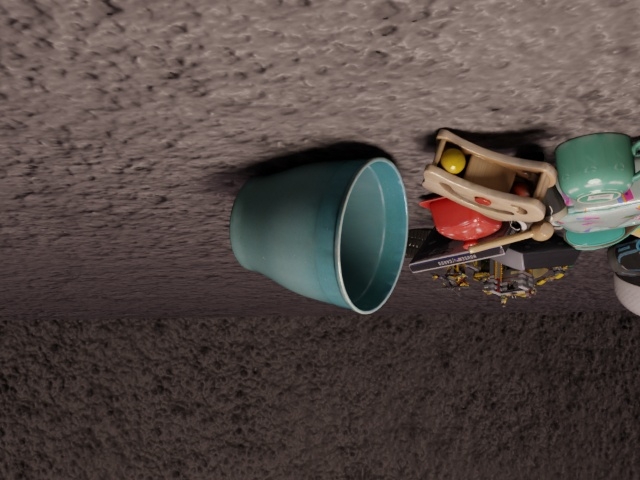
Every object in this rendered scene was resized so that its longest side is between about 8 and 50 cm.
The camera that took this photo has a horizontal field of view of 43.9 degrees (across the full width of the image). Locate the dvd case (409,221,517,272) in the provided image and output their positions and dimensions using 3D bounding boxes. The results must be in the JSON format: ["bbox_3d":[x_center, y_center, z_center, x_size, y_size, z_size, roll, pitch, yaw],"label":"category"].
[{"bbox_3d":[0.330,-0.007,1.774,0.239,0.029,0.179,-14,-155,41],"label":"dvd case"}]

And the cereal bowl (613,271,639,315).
[{"bbox_3d":[1.027,0.157,2.306,0.339,0.141,0.339,-5,-163,2],"label":"cereal bowl"}]

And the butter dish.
[{"bbox_3d":[0.312,-0.039,1.673,0.160,0.118,0.160,-13,164,40],"label":"butter dish"}]

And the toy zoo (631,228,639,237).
[{"bbox_3d":[0.778,-0.028,1.787,0.293,0.030,0.192,4,-165,-14],"label":"toy zoo"}]

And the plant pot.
[{"bbox_3d":[-0.011,-0.021,1.431,0.255,0.271,0.271,7,173,30],"label":"plant pot"}]

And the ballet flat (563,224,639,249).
[{"bbox_3d":[0.638,-0.045,1.684,0.247,0.083,0.087,-27,167,15],"label":"ballet flat"}]

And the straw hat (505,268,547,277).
[{"bbox_3d":[0.564,0.048,2.208,0.144,0.144,0.061,-7,124,18],"label":"straw hat"}]

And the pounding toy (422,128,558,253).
[{"bbox_3d":[0.288,-0.062,1.316,0.269,0.155,0.154,23,170,-10],"label":"pounding toy"}]

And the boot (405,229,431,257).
[{"bbox_3d":[0.235,0.015,2.027,0.198,0.077,0.137,7,175,17],"label":"boot"}]

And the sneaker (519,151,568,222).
[{"bbox_3d":[0.384,-0.115,1.483,0.083,0.118,0.222,-24,-162,-7],"label":"sneaker"}]

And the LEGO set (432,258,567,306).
[{"bbox_3d":[0.474,0.096,2.064,0.331,0.192,0.255,-9,157,37],"label":"LEGO set"}]

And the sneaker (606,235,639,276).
[{"bbox_3d":[0.958,0.043,2.144,0.341,0.125,0.139,-2,162,-12],"label":"sneaker"}]

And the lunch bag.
[{"bbox_3d":[0.596,-0.087,1.540,0.279,0.108,0.224,-10,165,28],"label":"lunch bag"}]

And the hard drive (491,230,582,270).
[{"bbox_3d":[0.450,0.009,1.795,0.172,0.054,0.255,-5,-164,-18],"label":"hard drive"}]

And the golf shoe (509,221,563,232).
[{"bbox_3d":[0.445,-0.057,1.674,0.094,0.077,0.198,-38,141,25],"label":"golf shoe"}]

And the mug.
[{"bbox_3d":[0.490,-0.124,1.385,0.129,0.097,0.158,5,165,-30],"label":"mug"}]
